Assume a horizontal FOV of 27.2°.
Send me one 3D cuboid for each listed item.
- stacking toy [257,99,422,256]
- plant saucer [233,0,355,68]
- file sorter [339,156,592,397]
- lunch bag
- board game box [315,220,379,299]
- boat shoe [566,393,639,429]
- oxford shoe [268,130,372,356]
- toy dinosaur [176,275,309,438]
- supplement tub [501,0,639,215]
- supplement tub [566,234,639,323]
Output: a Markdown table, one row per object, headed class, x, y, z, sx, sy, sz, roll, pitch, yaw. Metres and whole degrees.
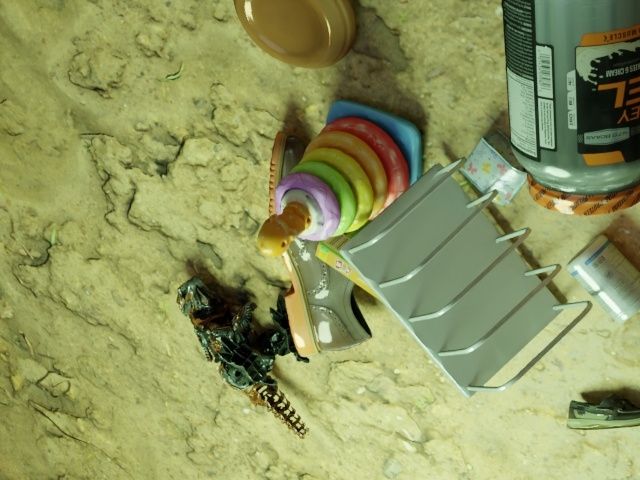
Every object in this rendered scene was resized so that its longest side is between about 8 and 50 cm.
| class | x | y | z | sx | sy | sz | roll | pitch | yaw |
| --- | --- | --- | --- | --- | --- | --- | --- | --- | --- |
| stacking toy | 0.002 | -0.058 | 1.859 | 0.165 | 0.302 | 0.175 | 21 | 129 | 27 |
| plant saucer | -0.045 | -0.322 | 1.881 | 0.200 | 0.037 | 0.200 | 23 | 144 | 18 |
| file sorter | 0.200 | 0.047 | 1.795 | 0.278 | 0.193 | 0.173 | 49 | 168 | -2 |
| lunch bag | 0.246 | -0.098 | 1.817 | 0.083 | 0.053 | 0.071 | 48 | 135 | 18 |
| board game box | 0.131 | 0.052 | 1.954 | 0.259 | 0.124 | 0.039 | 33 | 138 | 18 |
| boat shoe | 0.420 | 0.245 | 1.899 | 0.152 | 0.056 | 0.049 | -11 | 78 | 37 |
| oxford shoe | 0.000 | 0.000 | 2.059 | 0.132 | 0.130 | 0.364 | -8 | 110 | 9 |
| toy dinosaur | -0.119 | 0.190 | 2.268 | 0.322 | 0.164 | 0.218 | 36 | 152 | -10 |
| supplement tub | 0.319 | -0.202 | 1.587 | 0.193 | 0.193 | 0.316 | 13 | 125 | 33 |
| supplement tub | 0.391 | 0.051 | 1.783 | 0.107 | 0.071 | 0.071 | 48 | 136 | 3 |
